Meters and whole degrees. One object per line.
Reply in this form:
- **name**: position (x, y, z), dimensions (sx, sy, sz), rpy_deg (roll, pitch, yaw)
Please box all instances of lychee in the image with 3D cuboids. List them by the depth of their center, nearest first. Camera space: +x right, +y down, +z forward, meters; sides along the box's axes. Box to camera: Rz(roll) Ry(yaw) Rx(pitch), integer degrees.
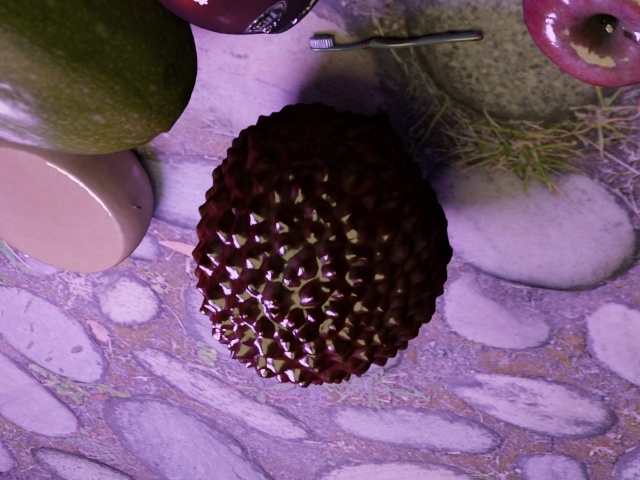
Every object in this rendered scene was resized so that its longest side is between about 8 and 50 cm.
- **lychee**: position (0.000, 0.000, 1.028), dimensions (0.306, 0.330, 0.306), rpy_deg (32, 172, 5)

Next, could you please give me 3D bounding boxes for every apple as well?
- **apple**: position (0.254, -0.215, 0.790), dimensions (0.153, 0.120, 0.153), rpy_deg (18, 143, 14)

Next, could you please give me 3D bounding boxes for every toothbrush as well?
- **toothbrush**: position (0.077, -0.211, 0.963), dimensions (0.193, 0.013, 0.019), rpy_deg (3, 130, 23)

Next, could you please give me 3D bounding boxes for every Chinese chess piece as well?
- **Chinese chess piece**: position (-0.365, -0.069, 1.275), dimensions (0.273, 0.102, 0.273), rpy_deg (14, 141, 12)

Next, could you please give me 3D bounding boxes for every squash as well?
- **squash**: position (-0.259, -0.209, 0.905), dimensions (0.309, 0.310, 0.310), rpy_deg (32, 141, -21)

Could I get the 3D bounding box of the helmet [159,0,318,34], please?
- **helmet**: position (-0.081, -0.288, 0.825), dimensions (0.189, 0.193, 0.216), rpy_deg (-30, 91, 47)
